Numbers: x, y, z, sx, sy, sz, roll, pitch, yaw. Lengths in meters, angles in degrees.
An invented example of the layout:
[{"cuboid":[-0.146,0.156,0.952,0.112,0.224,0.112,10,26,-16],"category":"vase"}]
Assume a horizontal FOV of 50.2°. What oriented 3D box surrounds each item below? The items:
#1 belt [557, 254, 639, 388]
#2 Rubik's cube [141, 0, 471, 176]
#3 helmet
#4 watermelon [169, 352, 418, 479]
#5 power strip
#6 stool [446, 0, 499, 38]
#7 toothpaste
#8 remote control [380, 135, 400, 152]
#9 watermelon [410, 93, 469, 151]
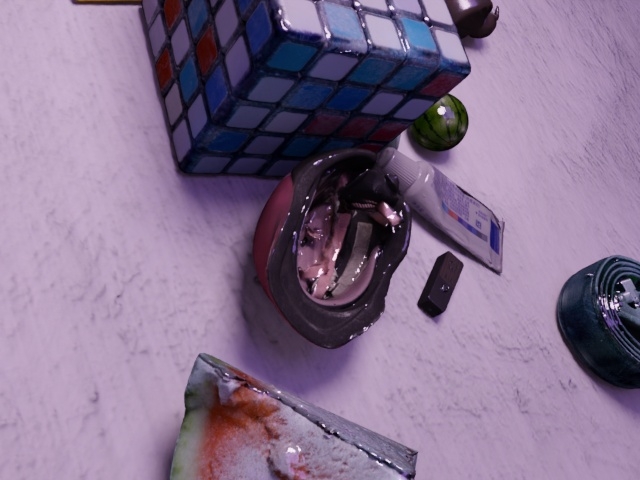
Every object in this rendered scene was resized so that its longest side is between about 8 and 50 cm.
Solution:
[{"cuboid":[0.526,0.147,1.159,0.267,0.116,0.206,30,54,-15],"category":"belt"},{"cuboid":[-0.033,-0.270,0.888,0.291,0.287,0.293,-3,67,-37],"category":"Rubik's cube"},{"cuboid":[0.000,0.000,0.853,0.253,0.154,0.198,-50,118,-24],"category":"helmet"},{"cuboid":[-0.016,0.259,0.646,0.320,0.213,0.290,43,49,-22],"category":"watermelon"},{"cuboid":[0.181,0.064,1.019,0.038,0.029,0.111,40,48,-10],"category":"power strip"},{"cuboid":[0.268,-0.448,1.318,0.217,0.125,0.121,-17,73,-50],"category":"stool"},{"cuboid":[0.201,-0.058,1.091,0.282,0.068,0.099,33,80,-27],"category":"toothpaste"},{"cuboid":[0.116,-0.278,1.105,0.056,0.140,0.296,4,54,9],"category":"remote control"},{"cuboid":[0.195,-0.202,1.137,0.109,0.109,0.109,17,56,-27],"category":"watermelon"}]
